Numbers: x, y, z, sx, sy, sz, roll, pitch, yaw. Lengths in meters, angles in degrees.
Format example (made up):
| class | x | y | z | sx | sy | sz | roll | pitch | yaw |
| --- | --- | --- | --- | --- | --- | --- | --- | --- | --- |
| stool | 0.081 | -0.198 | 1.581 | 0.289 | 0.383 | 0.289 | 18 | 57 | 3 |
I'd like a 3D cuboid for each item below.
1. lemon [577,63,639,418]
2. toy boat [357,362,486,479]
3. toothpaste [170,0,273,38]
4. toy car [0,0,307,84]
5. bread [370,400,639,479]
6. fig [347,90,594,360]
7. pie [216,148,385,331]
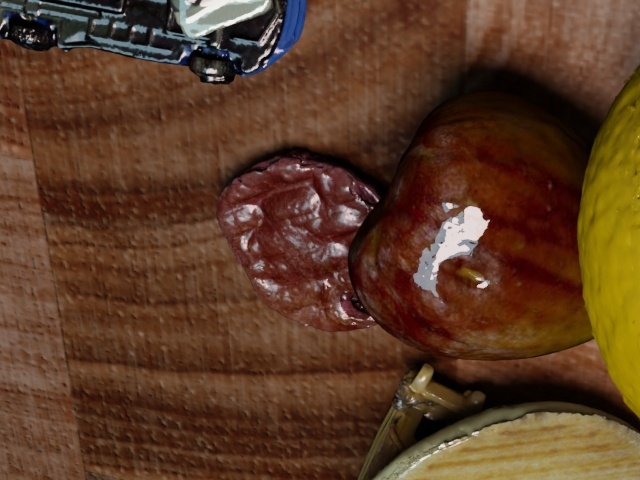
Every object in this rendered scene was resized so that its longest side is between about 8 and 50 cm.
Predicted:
| class | x | y | z | sx | sy | sz | roll | pitch | yaw |
| --- | --- | --- | --- | --- | --- | --- | --- | --- | --- |
| lemon | 0.268 | -0.001 | 0.902 | 0.257 | 0.310 | 0.258 | 0 | 162 | 0 |
| toy boat | 0.061 | 0.182 | 1.261 | 0.068 | 0.088 | 0.226 | 25 | 131 | 3 |
| toothpaste | -0.094 | -0.231 | 1.009 | 0.062 | 0.037 | 0.216 | -19 | 102 | 12 |
| toy car | -0.114 | -0.163 | 1.072 | 0.216 | 0.063 | 0.103 | 11 | 99 | 6 |
| bread | 0.132 | 0.215 | 1.212 | 0.267 | 0.040 | 0.267 | -9 | 128 | -11 |
| fig | 0.157 | 0.005 | 1.055 | 0.274 | 0.145 | 0.170 | 14 | 110 | -17 |
| pie | 0.000 | 0.000 | 1.179 | 0.153 | 0.038 | 0.154 | 12 | 127 | 17 |
